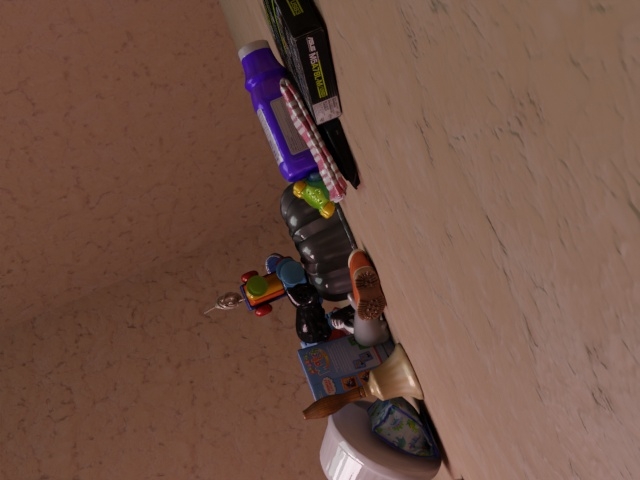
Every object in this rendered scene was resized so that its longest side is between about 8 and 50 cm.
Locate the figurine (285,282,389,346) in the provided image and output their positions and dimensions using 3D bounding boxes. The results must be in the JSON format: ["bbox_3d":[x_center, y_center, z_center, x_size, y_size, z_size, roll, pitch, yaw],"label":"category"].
[{"bbox_3d":[0.040,0.153,1.668,0.209,0.214,0.092,74,-159,-61],"label":"figurine"}]

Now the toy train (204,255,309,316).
[{"bbox_3d":[-0.147,0.113,1.710,0.143,0.248,0.105,107,140,-79],"label":"toy train"}]

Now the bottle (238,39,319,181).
[{"bbox_3d":[-0.082,-0.260,1.535,0.118,0.092,0.283,58,-171,-85],"label":"bottle"}]

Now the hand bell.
[{"bbox_3d":[0.078,0.317,1.586,0.126,0.242,0.126,157,90,-87],"label":"hand bell"}]

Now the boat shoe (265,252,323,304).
[{"bbox_3d":[-0.066,0.091,1.879,0.183,0.066,0.066,47,-161,-23],"label":"boat shoe"}]

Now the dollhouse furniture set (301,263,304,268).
[{"bbox_3d":[-0.015,0.014,2.159,0.144,0.123,0.151,73,173,-66],"label":"dollhouse furniture set"}]

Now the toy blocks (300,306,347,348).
[{"bbox_3d":[0.063,0.313,2.195,0.381,0.190,0.261,-2,-112,-66],"label":"toy blocks"}]

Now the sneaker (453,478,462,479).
[{"bbox_3d":[0.271,0.536,1.521,0.071,0.068,0.170,58,172,37],"label":"sneaker"}]

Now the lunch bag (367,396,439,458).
[{"bbox_3d":[0.187,0.401,1.662,0.151,0.096,0.129,38,-174,-5],"label":"lunch bag"}]

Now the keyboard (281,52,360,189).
[{"bbox_3d":[-0.015,-0.217,1.244,0.317,0.033,0.201,-119,7,-61],"label":"keyboard"}]

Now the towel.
[{"bbox_3d":[-0.013,-0.151,1.188,0.197,0.029,0.144,62,180,1],"label":"towel"}]

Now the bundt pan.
[{"bbox_3d":[0.000,0.000,1.787,0.331,0.124,0.331,157,90,-88],"label":"bundt pan"}]

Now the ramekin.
[{"bbox_3d":[0.123,0.481,1.709,0.127,0.273,0.273,-66,19,15],"label":"ramekin"}]

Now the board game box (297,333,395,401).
[{"bbox_3d":[0.071,0.281,1.717,0.160,0.211,0.039,-115,14,-47],"label":"board game box"}]

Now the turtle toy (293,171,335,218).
[{"bbox_3d":[-0.002,-0.096,1.549,0.095,0.066,0.130,37,175,1],"label":"turtle toy"}]

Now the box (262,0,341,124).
[{"bbox_3d":[-0.034,-0.275,1.004,0.191,0.045,0.184,71,178,-64],"label":"box"}]

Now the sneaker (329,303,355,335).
[{"bbox_3d":[0.109,0.259,2.018,0.162,0.106,0.281,64,177,-7],"label":"sneaker"}]

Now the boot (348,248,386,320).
[{"bbox_3d":[0.089,0.089,1.526,0.085,0.059,0.158,-111,9,-47],"label":"boot"}]
